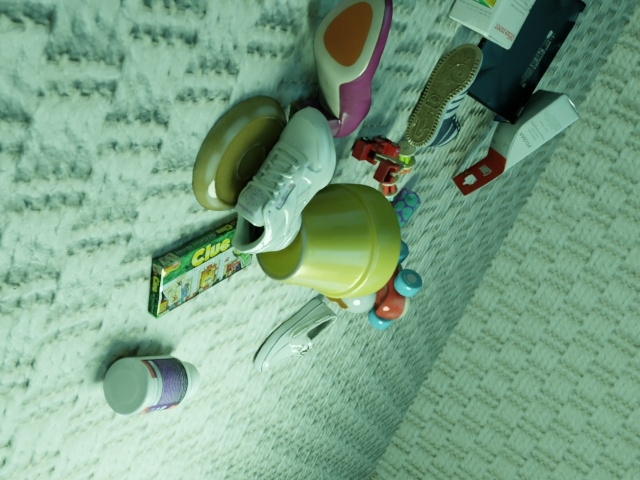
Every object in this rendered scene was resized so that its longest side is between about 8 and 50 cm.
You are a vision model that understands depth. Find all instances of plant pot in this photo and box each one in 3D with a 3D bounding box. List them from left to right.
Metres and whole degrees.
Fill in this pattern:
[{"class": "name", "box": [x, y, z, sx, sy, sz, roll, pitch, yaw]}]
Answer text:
[{"class": "plant pot", "box": [-0.135, -0.149, 1.317, 0.236, 0.032, 0.236, -43, 154, -28]}, {"class": "plant pot", "box": [0.000, 0.000, 1.534, 0.239, 0.254, 0.254, 0, 123, -43]}]

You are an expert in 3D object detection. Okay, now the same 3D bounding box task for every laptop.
[{"class": "laptop", "box": [0.554, -0.559, 2.097, 0.407, 0.236, 0.382, 22, 103, -37]}]

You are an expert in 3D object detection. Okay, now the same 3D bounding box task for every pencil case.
[{"class": "pencil case", "box": [0.213, -0.075, 2.024, 0.152, 0.070, 0.064, -46, -171, -22]}]

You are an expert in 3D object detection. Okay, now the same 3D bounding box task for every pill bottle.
[{"class": "pill bottle", "box": [-0.324, 0.281, 1.424, 0.108, 0.108, 0.193, -59, 156, 8]}]

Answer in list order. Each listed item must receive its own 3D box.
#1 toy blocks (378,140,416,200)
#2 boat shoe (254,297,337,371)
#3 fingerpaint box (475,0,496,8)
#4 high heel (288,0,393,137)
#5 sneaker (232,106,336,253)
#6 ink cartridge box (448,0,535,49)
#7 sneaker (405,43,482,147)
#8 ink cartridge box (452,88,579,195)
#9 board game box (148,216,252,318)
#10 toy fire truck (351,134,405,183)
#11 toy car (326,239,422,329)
[{"class": "toy blocks", "box": [0.199, -0.172, 1.885, 0.123, 0.054, 0.148, -44, 154, -23]}, {"class": "boat shoe", "box": [-0.061, 0.265, 1.921, 0.267, 0.088, 0.096, -39, 151, -34]}, {"class": "fingerpaint box", "box": [0.273, -0.652, 1.257, 0.444, 0.163, 0.371, -11, 131, -63]}, {"class": "high heel", "box": [0.071, -0.322, 1.310, 0.181, 0.127, 0.377, -26, 167, -34]}, {"class": "sneaker", "box": [-0.070, -0.097, 1.321, 0.152, 0.114, 0.305, -18, 137, -56]}, {"class": "ink cartridge box", "box": [0.437, -0.609, 1.688, 0.198, 0.114, 0.273, -6, 126, -60]}, {"class": "sneaker", "box": [0.329, -0.358, 1.832, 0.153, 0.099, 0.282, -1, 126, -60]}, {"class": "ink cartridge box", "box": [0.549, -0.299, 2.155, 0.385, 0.091, 0.308, -35, -170, 11]}, {"class": "board game box", "box": [-0.222, 0.043, 1.407, 0.259, 0.030, 0.136, -32, 145, -43]}, {"class": "toy fire truck", "box": [0.148, -0.188, 1.665, 0.192, 0.135, 0.047, -16, 135, -55]}, {"class": "toy car", "box": [0.120, 0.125, 2.022, 0.237, 0.210, 0.219, -1, 145, -27]}]
